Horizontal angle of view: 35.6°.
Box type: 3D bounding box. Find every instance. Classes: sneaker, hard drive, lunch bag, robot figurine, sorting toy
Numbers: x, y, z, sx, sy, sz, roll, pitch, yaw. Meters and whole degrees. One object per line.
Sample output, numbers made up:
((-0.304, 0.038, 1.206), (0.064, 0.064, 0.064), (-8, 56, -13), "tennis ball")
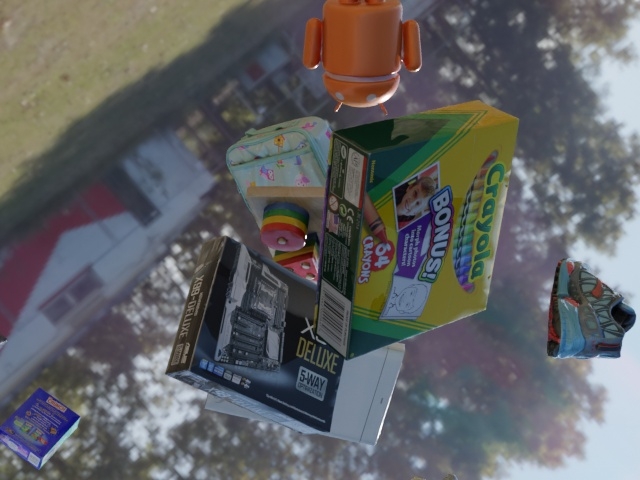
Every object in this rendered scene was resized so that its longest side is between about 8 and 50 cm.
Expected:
((0.409, 0.113, 1.505), (0.262, 0.125, 0.104), (-59, 156, -62), "sneaker")
((-0.034, 0.269, 1.966), (0.047, 0.353, 0.233), (-83, -173, -64), "hard drive")
((-0.077, -0.158, 2.244), (0.279, 0.224, 0.108), (-12, -156, 39), "lunch bag")
((0.067, -0.306, 1.568), (0.158, 0.219, 0.128), (-13, -154, -29), "robot figurine")
((0.000, 0.000, 1.958), (0.257, 0.255, 0.089), (70, 25, -59), "sorting toy")

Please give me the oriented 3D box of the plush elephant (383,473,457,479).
((0.249, 0.663, 2.355), (0.330, 0.272, 0.255), (-34, 143, -33), "plush elephant")

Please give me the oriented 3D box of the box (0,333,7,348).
((-0.380, 0.155, 0.972), (0.162, 0.029, 0.116), (-51, -176, -5), "box")

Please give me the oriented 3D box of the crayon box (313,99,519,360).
((0.153, -0.020, 1.613), (0.313, 0.363, 0.106), (-15, -146, -33), "crayon box")

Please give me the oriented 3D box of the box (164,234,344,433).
((-0.092, 0.166, 1.696), (0.076, 0.307, 0.242), (-16, -128, 47), "box")

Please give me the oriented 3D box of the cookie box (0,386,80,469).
((-0.474, 0.316, 1.683), (0.107, 0.092, 0.040), (-51, 173, -48), "cookie box")
